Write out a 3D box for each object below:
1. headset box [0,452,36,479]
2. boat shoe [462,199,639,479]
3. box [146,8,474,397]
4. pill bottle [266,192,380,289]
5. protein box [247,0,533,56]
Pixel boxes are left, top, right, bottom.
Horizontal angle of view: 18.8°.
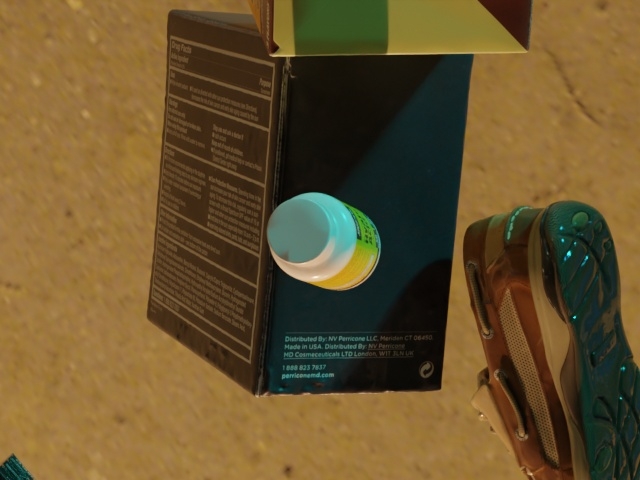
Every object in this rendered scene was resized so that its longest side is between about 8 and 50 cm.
[{"bbox_3d":[-0.189,0.153,1.083,0.062,0.083,0.032,-40,91,-2],"label":"headset box"},{"bbox_3d":[0.190,0.120,1.594,0.122,0.120,0.324,-30,115,-52],"label":"boat shoe"},{"bbox_3d":[-0.016,-0.041,1.686,0.183,0.296,0.294,0,101,-24],"label":"box"},{"bbox_3d":[0.000,0.000,1.403,0.065,0.065,0.116,-50,164,6],"label":"pill bottle"},{"bbox_3d":[0.046,-0.237,1.492,0.200,0.201,0.136,-2,114,-9],"label":"protein box"}]
